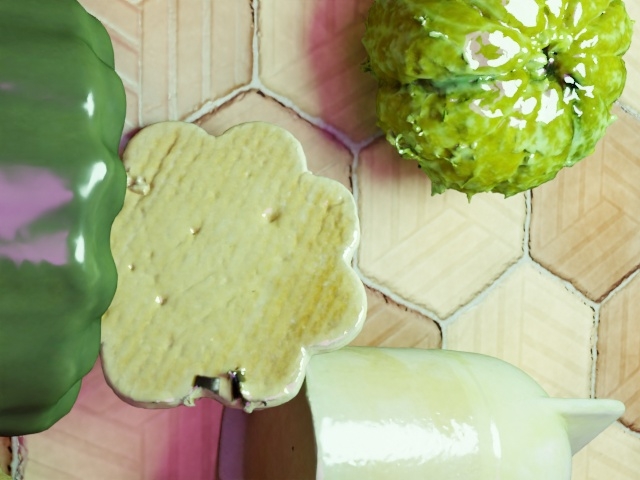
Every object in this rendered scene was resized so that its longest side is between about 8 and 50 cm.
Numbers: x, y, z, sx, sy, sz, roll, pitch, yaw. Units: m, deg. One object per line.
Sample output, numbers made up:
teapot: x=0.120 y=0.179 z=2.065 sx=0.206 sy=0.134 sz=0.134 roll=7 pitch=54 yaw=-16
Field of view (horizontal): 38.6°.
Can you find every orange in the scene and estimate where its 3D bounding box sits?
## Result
orange: x=0.191 y=-0.193 z=0.990 sx=0.300 sy=0.223 sz=0.301 roll=-15 pitch=106 yaw=-15

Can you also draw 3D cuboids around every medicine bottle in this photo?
medicine bottle: x=0.117 y=0.234 z=0.989 sx=0.407 sy=0.236 sz=0.235 roll=7 pitch=93 yaw=-27

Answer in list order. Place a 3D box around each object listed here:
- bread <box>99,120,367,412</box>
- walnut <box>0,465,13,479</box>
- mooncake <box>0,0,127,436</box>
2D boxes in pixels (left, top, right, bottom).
bread: x=-0.107 y=0.020 z=0.867 sx=0.316 sy=0.054 sz=0.315 roll=0 pitch=66 yaw=1
walnut: x=-0.331 y=0.236 z=0.840 sx=0.096 sy=0.082 sz=0.078 roll=-14 pitch=74 yaw=-31
mooncake: x=-0.268 y=-0.026 z=0.688 sx=0.194 sy=0.356 sz=0.356 roll=1 pitch=96 yaw=-31
